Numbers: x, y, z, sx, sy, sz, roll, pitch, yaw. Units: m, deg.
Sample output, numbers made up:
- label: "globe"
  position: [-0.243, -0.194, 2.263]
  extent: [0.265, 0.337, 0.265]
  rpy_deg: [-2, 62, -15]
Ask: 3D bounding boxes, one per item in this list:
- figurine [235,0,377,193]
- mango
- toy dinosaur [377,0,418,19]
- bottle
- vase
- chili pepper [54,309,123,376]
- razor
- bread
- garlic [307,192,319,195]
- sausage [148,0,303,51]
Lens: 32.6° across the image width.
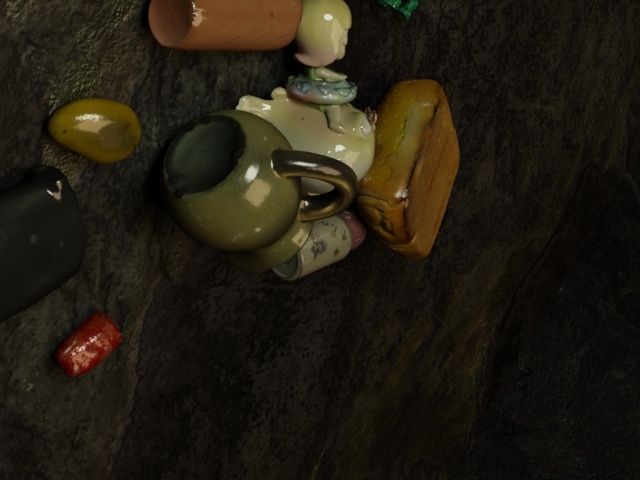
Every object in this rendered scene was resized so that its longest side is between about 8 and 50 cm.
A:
- label: "figurine"
  position: [-0.023, -0.281, 2.022]
  extent: [0.274, 0.226, 0.394]
  rpy_deg: [-4, 111, -20]
- label: "mango"
  position: [-0.354, -0.174, 1.723]
  extent: [0.161, 0.076, 0.103]
  rpy_deg: [7, 112, -45]
- label: "toy dinosaur"
  position: [0.172, -0.513, 2.183]
  extent: [0.153, 0.094, 0.259]
  rpy_deg: [-58, 154, -2]
- label: "bottle"
  position: [0.000, 0.000, 2.260]
  extent: [0.233, 0.110, 0.110]
  rpy_deg: [-23, 129, -43]
- label: "vase"
  position: [-0.091, -0.082, 1.907]
  extent: [0.302, 0.329, 0.241]
  rpy_deg: [48, 40, -53]
- label: "chili pepper"
  position: [-0.404, 0.186, 1.894]
  extent: [0.123, 0.070, 0.073]
  rpy_deg: [-44, 157, -30]
- label: "razor"
  position: [-0.501, 0.029, 1.624]
  extent: [0.349, 0.113, 0.205]
  rpy_deg: [-29, 130, -39]
- label: "bread"
  position: [0.181, -0.144, 2.339]
  extent: [0.328, 0.147, 0.337]
  rpy_deg: [57, 49, -62]
- label: "garlic"
  position: [-0.003, -0.112, 2.213]
  extent: [0.196, 0.087, 0.101]
  rpy_deg: [-50, 129, -15]
- label: "sausage"
  position: [-0.146, -0.375, 1.821]
  extent: [0.304, 0.121, 0.121]
  rpy_deg: [-13, 121, -51]
